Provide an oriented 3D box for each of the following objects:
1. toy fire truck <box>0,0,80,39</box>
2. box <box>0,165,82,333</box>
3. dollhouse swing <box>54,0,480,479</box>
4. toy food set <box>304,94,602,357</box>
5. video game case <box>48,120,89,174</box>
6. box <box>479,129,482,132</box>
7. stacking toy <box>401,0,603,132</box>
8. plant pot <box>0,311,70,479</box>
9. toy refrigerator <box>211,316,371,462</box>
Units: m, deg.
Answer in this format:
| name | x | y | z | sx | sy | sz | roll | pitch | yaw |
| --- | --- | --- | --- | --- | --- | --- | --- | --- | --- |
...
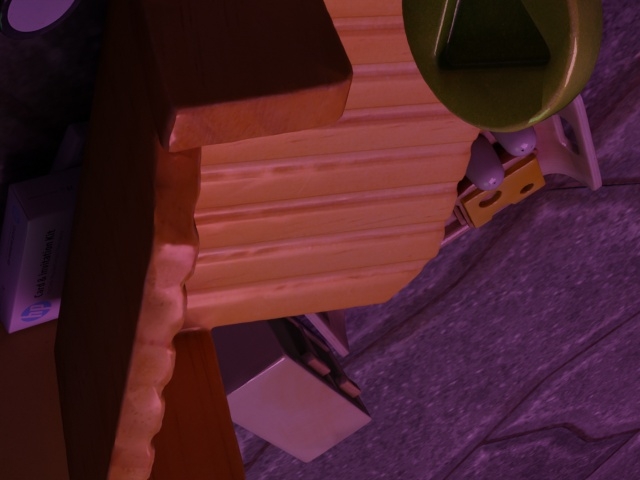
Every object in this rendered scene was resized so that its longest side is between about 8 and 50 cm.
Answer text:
| name | x | y | z | sx | sy | sz | roll | pitch | yaw |
| --- | --- | --- | --- | --- | --- | --- | --- | --- | --- |
| toy fire truck | -0.242 | -0.178 | 0.693 | 0.246 | 0.158 | 0.217 | -28 | 157 | -32 |
| box | -0.147 | -0.009 | 1.147 | 0.186 | 0.038 | 0.145 | -16 | 150 | -28 |
| dollhouse swing | 0.000 | 0.000 | 1.010 | 0.305 | 0.315 | 0.347 | 4 | 125 | -18 |
| toy food set | 0.116 | -0.014 | 1.410 | 0.306 | 0.092 | 0.220 | -32 | 154 | 2 |
| video game case | -0.146 | -0.041 | 1.159 | 0.143 | 0.019 | 0.157 | -12 | 148 | -36 |
| box | 0.137 | -0.134 | 1.264 | 0.169 | 0.054 | 0.059 | -31 | 154 | -1 |
| stacking toy | 0.141 | -0.225 | 0.839 | 0.130 | 0.309 | 0.279 | -19 | 163 | -37 |
| plant pot | -0.232 | 0.177 | 1.196 | 0.187 | 0.212 | 0.212 | -20 | 154 | -42 |
| toy refrigerator | -0.042 | 0.125 | 1.475 | 0.094 | 0.102 | 0.269 | -34 | 154 | 5 |
